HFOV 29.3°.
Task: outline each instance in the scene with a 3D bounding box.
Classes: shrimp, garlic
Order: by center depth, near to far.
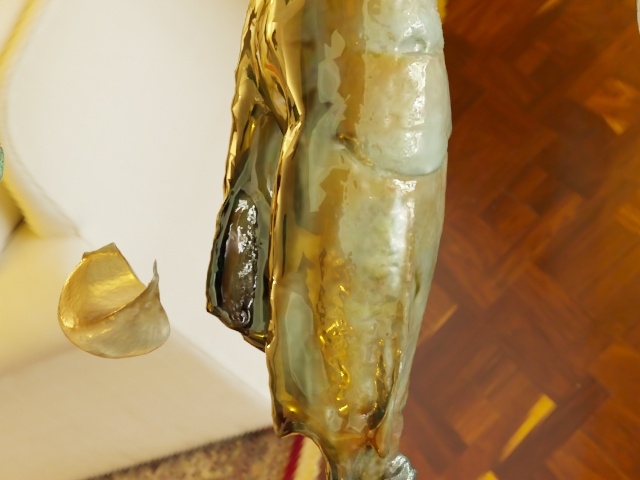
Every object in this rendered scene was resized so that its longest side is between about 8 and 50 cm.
[{"bbox_3d":[-0.009,-0.006,0.480,0.145,0.059,0.254,24,115,55],"label":"shrimp"},{"bbox_3d":[-0.233,0.089,1.452,0.128,0.115,0.206,-50,28,-13],"label":"garlic"}]

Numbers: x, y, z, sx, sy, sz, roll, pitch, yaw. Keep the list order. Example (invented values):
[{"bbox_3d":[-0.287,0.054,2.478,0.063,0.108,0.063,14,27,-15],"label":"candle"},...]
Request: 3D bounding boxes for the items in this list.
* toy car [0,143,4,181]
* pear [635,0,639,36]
[{"bbox_3d":[-0.223,-0.023,0.697,0.142,0.069,0.055,-98,12,-67],"label":"toy car"},{"bbox_3d":[0.359,-0.155,0.848,0.253,0.307,0.253,-33,37,29],"label":"pear"}]
